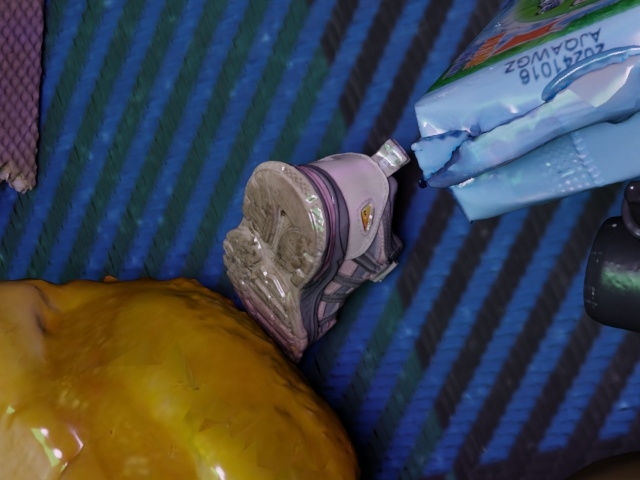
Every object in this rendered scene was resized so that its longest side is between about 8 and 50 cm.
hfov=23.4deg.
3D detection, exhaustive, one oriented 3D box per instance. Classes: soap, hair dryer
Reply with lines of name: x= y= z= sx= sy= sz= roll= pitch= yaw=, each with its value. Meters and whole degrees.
soap: x=0.150 y=-0.096 z=0.772 sx=0.156 sy=0.293 sz=0.077 roll=-20 pitch=104 yaw=26
hair dryer: x=0.180 y=0.002 z=0.808 sx=0.128 sy=0.255 sz=0.070 roll=11 pitch=80 yaw=29

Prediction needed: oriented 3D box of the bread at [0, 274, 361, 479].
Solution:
bread: x=-0.137 y=0.224 z=1.001 sx=0.361 sy=0.250 sz=0.394 roll=45 pitch=113 yaw=34

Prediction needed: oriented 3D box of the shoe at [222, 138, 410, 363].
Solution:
shoe: x=0.000 y=0.000 z=0.988 sx=0.089 sy=0.092 sz=0.180 roll=50 pitch=152 yaw=23

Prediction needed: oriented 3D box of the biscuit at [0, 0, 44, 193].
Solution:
biscuit: x=-0.246 y=-0.140 z=1.077 sx=0.062 sy=0.108 sz=0.238 roll=12 pitch=105 yaw=27

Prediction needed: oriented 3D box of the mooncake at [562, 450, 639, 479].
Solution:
mooncake: x=0.178 y=0.344 z=0.813 sx=0.467 sy=0.262 sz=0.467 roll=-3 pitch=82 yaw=18
